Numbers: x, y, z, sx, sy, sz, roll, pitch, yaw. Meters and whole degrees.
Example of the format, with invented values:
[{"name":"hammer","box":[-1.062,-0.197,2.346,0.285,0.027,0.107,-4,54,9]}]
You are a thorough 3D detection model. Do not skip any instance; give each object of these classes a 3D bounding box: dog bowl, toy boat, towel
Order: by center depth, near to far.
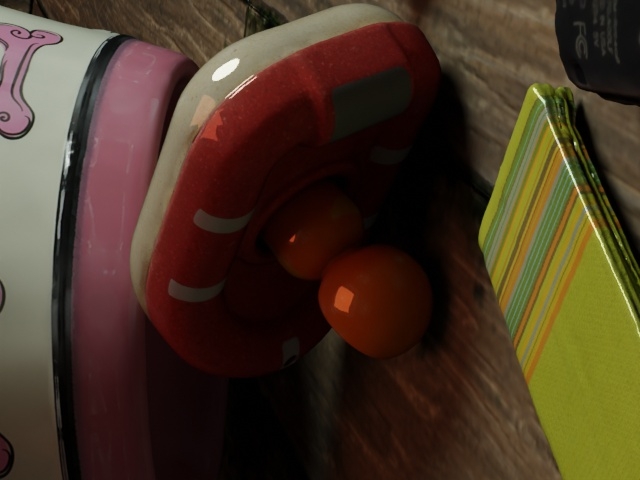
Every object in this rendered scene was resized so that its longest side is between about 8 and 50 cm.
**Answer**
[{"name":"towel","box":[0.110,0.052,0.617,0.102,0.021,0.237,103,160,-45]},{"name":"toy boat","box":[0.000,0.000,0.822,0.151,0.151,0.231,51,144,21]},{"name":"dog bowl","box":[-0.155,0.046,1.047,0.408,0.150,0.408,0,-90,-84]}]

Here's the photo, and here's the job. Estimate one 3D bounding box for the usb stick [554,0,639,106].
[{"name":"usb stick","box":[0.145,-0.071,0.480,0.278,0.045,0.077,-152,60,-71]}]
